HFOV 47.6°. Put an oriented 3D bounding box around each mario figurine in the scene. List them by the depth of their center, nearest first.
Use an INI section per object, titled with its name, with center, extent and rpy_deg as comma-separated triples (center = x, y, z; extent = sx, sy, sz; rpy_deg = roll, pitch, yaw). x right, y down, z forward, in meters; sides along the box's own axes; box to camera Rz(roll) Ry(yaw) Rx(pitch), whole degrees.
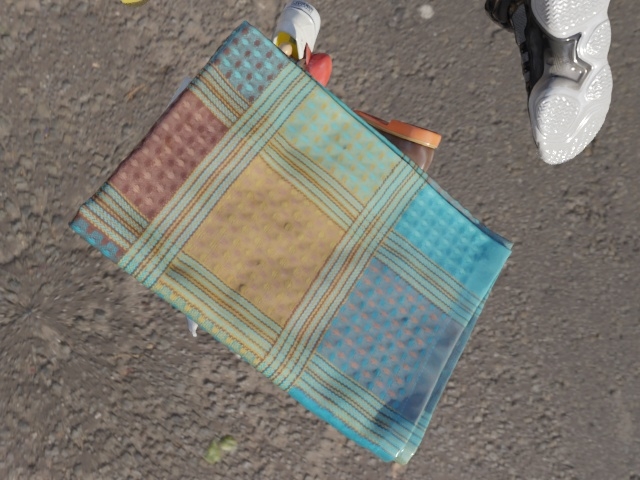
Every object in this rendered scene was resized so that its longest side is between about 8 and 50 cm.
[mario figurine]
center = -0.134, -0.366, 1.582
extent = 0.321, 0.170, 0.198
rpy_deg = -14, 56, -2

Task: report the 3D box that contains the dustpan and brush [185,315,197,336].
[dustpan and brush]
center = -0.298, 0.116, 1.626
extent = 0.060, 0.147, 0.211
rpy_deg = -18, 65, -23

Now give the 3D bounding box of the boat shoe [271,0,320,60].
[boat shoe]
center = -0.085, -0.415, 1.820
extent = 0.136, 0.367, 0.156
rpy_deg = 26, 61, 3

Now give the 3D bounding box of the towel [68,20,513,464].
[towel]
center = 0.000, 0.000, 0.681
extent = 0.370, 0.040, 0.271
rpy_deg = 39, 64, -13

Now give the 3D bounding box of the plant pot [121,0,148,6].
[plant pot]
center = -0.334, -0.466, 1.289
extent = 0.081, 0.082, 0.083
rpy_deg = 60, 24, -14

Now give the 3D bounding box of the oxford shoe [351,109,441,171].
[oxford shoe]
center = 0.098, -0.182, 1.350
extent = 0.097, 0.271, 0.098
rpy_deg = 10, 100, -40

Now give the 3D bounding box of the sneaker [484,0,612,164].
[sneaker]
center = 0.280, -0.237, 0.904
extent = 0.101, 0.153, 0.268
rpy_deg = -16, 125, -9

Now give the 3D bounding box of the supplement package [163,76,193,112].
[supplement package]
center = -0.158, -0.108, 1.242
extent = 0.263, 0.198, 0.199
rpy_deg = 22, 41, -8
